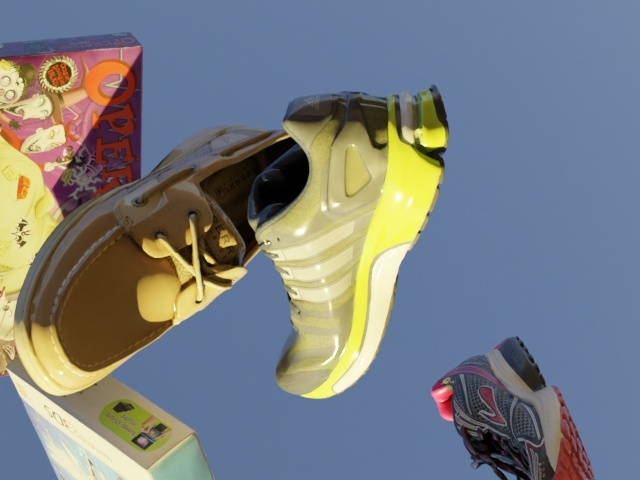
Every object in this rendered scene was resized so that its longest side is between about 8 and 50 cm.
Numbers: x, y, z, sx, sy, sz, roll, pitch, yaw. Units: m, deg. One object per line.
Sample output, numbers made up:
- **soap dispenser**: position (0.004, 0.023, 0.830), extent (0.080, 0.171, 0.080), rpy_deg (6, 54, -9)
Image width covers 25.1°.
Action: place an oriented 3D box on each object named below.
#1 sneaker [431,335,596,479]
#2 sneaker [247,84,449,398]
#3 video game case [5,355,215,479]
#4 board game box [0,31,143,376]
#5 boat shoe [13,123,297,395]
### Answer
- **sneaker**: position (0.203, 0.206, 1.487), extent (0.112, 0.299, 0.121), rpy_deg (-23, -72, -2)
- **sneaker**: position (0.000, 0.000, 1.082), extent (0.121, 0.300, 0.111), rpy_deg (11, -142, -8)
- **video game case**: position (-0.172, 0.246, 1.360), extent (0.061, 0.244, 0.270), rpy_deg (-35, -52, -26)
- **board game box**: position (-0.281, -0.028, 1.421), extent (0.208, 0.056, 0.347), rpy_deg (-11, -59, -28)
- **boat shoe**: position (-0.118, -0.002, 1.185), extent (0.341, 0.110, 0.122), rpy_deg (-50, -58, -41)
